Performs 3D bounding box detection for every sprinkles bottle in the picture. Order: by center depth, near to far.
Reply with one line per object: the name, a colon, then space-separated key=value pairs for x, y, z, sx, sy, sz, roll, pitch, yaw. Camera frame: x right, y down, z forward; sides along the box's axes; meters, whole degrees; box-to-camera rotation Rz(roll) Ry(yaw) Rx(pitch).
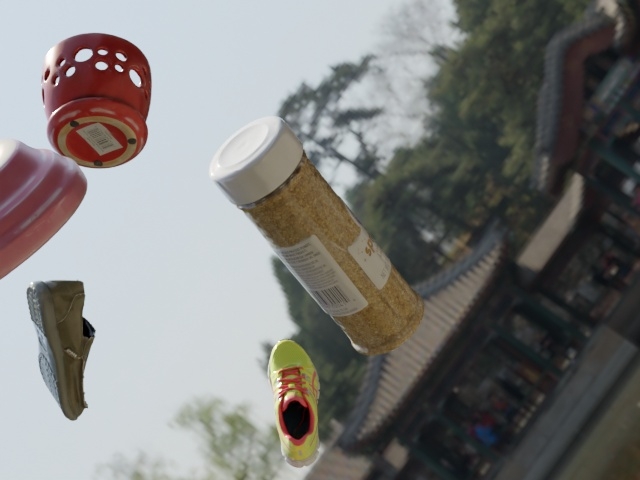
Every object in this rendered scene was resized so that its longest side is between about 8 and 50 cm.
sprinkles bottle: x=0.000 y=0.000 z=1.630 sx=0.121 sy=0.355 sz=0.121 roll=-28 pitch=30 yaw=18

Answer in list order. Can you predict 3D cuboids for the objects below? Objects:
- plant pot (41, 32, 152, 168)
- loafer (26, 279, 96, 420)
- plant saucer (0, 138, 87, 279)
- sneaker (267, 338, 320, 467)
plant pot: x=-0.385 y=-0.230 z=2.091 sx=0.191 sy=0.191 sz=0.174 roll=113 pitch=158 yaw=-51
loafer: x=-0.365 y=0.160 z=1.797 sx=0.087 sy=0.094 sz=0.251 roll=-20 pitch=-49 yaw=-24
plant saucer: x=-0.415 y=-0.011 z=1.321 sx=0.332 sy=0.084 sz=0.332 roll=-24 pitch=22 yaw=11
sneaker: x=-0.039 y=0.247 z=1.937 sx=0.081 sy=0.209 sz=0.094 roll=-11 pitch=-26 yaw=-1
